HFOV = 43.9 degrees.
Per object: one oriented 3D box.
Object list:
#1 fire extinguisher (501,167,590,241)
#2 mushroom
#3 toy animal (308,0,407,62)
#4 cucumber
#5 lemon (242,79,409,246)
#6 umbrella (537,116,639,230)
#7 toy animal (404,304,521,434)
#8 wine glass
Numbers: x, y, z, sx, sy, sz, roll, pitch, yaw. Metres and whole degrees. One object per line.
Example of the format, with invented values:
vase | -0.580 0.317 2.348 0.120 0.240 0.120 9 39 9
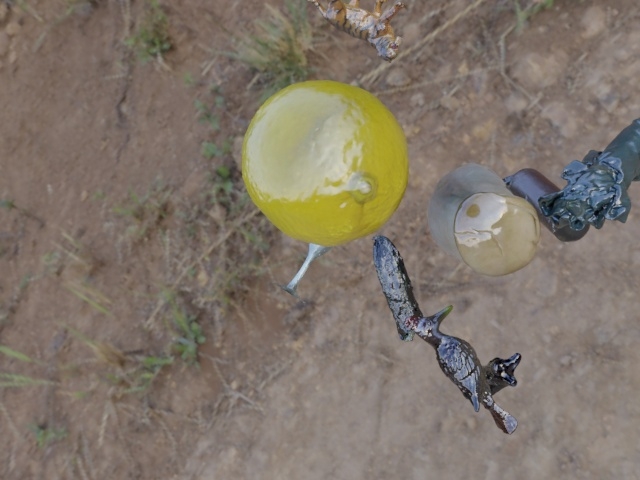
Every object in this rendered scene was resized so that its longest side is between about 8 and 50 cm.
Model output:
fire extinguisher | 0.409 -0.077 1.506 0.089 0.072 0.267 -32 26 4
mushroom | 0.244 -0.037 1.268 0.154 0.137 0.407 -36 6 10
toy animal | 0.052 -0.455 1.585 0.114 0.255 0.116 -73 5 -75
cucumber | 0.124 0.076 1.297 0.053 0.181 0.053 -21 6 2
lemon | 0.006 -0.082 0.852 0.178 0.178 0.203 -52 28 1
umbrella | 0.495 -0.129 1.290 0.143 0.094 0.349 15 45 41
toy animal | 0.193 0.164 1.070 0.070 0.202 0.105 -41 10 46
wine glass | 0.000 0.000 1.268 0.198 0.066 0.066 -58 20 -3
